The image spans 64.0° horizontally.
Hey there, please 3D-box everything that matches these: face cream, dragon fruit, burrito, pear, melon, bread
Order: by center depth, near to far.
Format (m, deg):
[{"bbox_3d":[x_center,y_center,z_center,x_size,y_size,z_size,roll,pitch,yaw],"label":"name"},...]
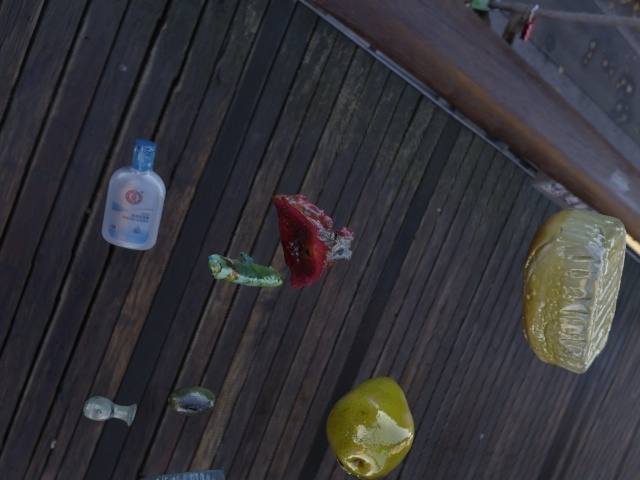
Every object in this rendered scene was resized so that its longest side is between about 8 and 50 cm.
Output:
[{"bbox_3d":[0.348,0.071,0.720,0.140,0.106,0.236,-33,126,-38],"label":"bread"},{"bbox_3d":[0.000,0.000,1.316,0.134,0.212,0.261,-26,119,-36],"label":"dragon fruit"},{"bbox_3d":[-0.209,0.075,1.420,0.054,0.104,0.288,-34,150,25],"label":"burrito"},{"bbox_3d":[-0.545,-0.134,1.520,0.163,0.080,0.336,14,116,-13],"label":"face cream"},{"bbox_3d":[0.174,0.604,1.672,0.336,0.285,0.284,-30,120,-41],"label":"pear"},{"bbox_3d":[-0.440,0.549,1.752,0.162,0.099,0.099,12,98,-25],"label":"melon"}]

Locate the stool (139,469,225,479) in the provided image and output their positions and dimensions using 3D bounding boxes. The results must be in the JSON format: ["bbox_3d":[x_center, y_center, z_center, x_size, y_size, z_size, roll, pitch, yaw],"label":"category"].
[{"bbox_3d":[-0.395,0.845,1.457,0.297,0.297,0.330,12,57,-35],"label":"stool"}]

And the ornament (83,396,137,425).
[{"bbox_3d":[-0.670,0.538,1.622,0.156,0.081,0.074,12,84,-1],"label":"ornament"}]
